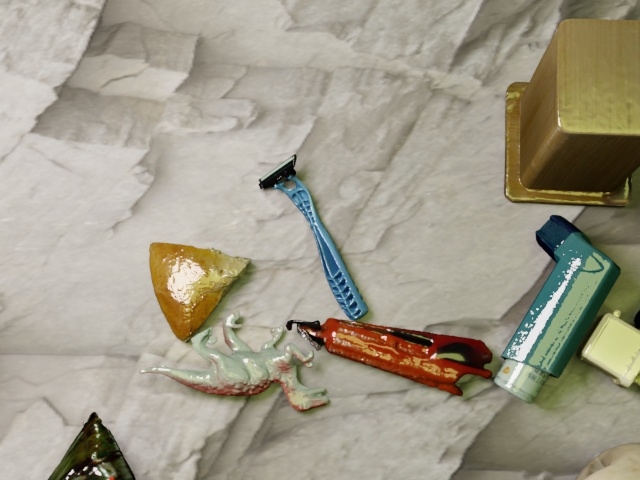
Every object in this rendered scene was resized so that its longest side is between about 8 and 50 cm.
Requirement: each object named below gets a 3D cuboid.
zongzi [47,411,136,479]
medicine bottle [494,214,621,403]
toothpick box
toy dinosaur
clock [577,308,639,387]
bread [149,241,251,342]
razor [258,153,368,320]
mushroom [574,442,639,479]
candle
[{"bbox_3d":[-0.270,0.474,1.309,0.362,0.319,0.383,34,63,7],"label":"zongzi"},{"bbox_3d":[0.322,0.098,1.439,0.124,0.079,0.258,27,88,36],"label":"medicine bottle"},{"bbox_3d":[0.365,-0.170,1.387,0.190,0.308,0.187,4,79,2],"label":"toothpick box"},{"bbox_3d":[-0.125,0.188,1.439,0.242,0.053,0.167,-17,87,-12],"label":"toy dinosaur"},{"bbox_3d":[0.553,0.062,1.435,0.276,0.120,0.379,29,84,9],"label":"clock"},{"bbox_3d":[-0.194,0.047,1.470,0.136,0.054,0.154,39,79,9],"label":"bread"},{"bbox_3d":[0.000,0.000,1.485,0.082,0.042,0.253,-34,80,36],"label":"razor"},{"bbox_3d":[0.404,0.444,1.262,0.353,0.325,0.353,-3,105,-11],"label":"mushroom"},{"bbox_3d":[0.098,0.151,1.450,0.302,0.059,0.084,15,68,0],"label":"candle"}]
